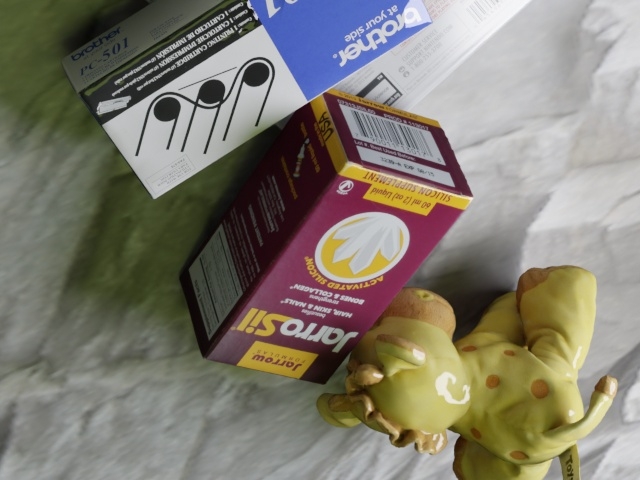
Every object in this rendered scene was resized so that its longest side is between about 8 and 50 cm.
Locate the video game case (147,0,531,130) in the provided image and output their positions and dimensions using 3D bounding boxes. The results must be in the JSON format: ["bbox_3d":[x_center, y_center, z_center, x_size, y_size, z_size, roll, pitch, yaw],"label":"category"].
[{"bbox_3d":[0.029,-0.175,1.044,0.227,0.026,0.206,-41,129,8],"label":"video game case"}]

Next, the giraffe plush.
[{"bbox_3d":[0.092,0.101,1.167,0.171,0.210,0.181,16,118,-13],"label":"giraffe plush"}]

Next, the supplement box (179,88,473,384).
[{"bbox_3d":[0.000,0.000,1.091,0.104,0.080,0.188,14,128,-32],"label":"supplement box"}]

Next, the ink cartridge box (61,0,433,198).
[{"bbox_3d":[-0.043,-0.121,1.002,0.207,0.046,0.097,-32,131,0],"label":"ink cartridge box"}]
